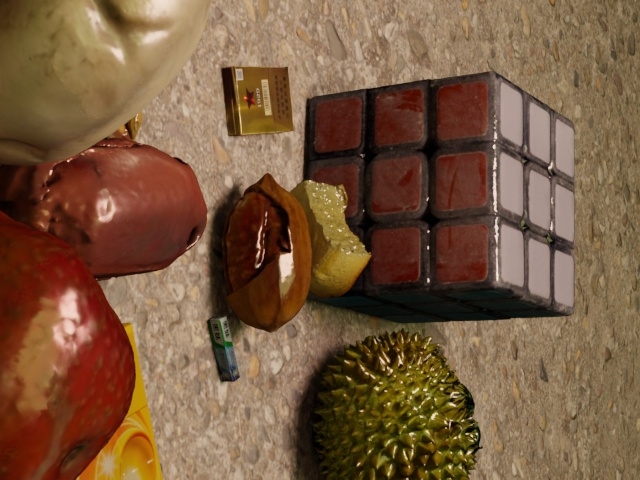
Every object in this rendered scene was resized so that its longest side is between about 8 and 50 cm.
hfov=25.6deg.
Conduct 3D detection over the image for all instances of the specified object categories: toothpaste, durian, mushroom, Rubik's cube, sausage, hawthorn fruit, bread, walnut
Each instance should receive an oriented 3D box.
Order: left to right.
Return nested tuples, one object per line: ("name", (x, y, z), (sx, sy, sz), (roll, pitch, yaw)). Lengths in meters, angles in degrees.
("hawthorn fruit", (-0.307, 0.123, 1.240), (0.275, 0.275, 0.299), (44, 60, -48))
("mushroom", (-0.269, -0.222, 1.343), (0.315, 0.356, 0.315), (-40, 147, -32))
("sausage", (-0.231, -0.033, 1.484), (0.280, 0.152, 0.152), (-8, 93, -60))
("toothpaste", (-0.122, 0.136, 1.767), (0.017, 0.020, 0.083), (-29, 111, -52))
("walnut", (-0.068, 0.014, 1.788), (0.116, 0.116, 0.207), (20, 69, -57))
("bread", (-0.008, 0.004, 1.875), (0.086, 0.125, 0.156), (20, 39, -48))
("durian", (0.099, 0.260, 1.945), (0.291, 0.225, 0.291), (168, -90, -86))
("Rubik's cube", (0.178, -0.048, 2.015), (0.301, 0.305, 0.303), (19, 72, -56))

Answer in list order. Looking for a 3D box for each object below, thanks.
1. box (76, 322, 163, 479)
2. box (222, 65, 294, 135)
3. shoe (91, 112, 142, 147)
("box", (-0.237, 0.239, 1.542), (0.152, 0.043, 0.269), (-25, 107, -57))
("box", (-0.081, -0.186, 1.874), (0.133, 0.023, 0.090), (-12, 95, -59))
("shoe", (-0.232, -0.134, 1.567), (0.109, 0.072, 0.069), (25, 70, -55))
